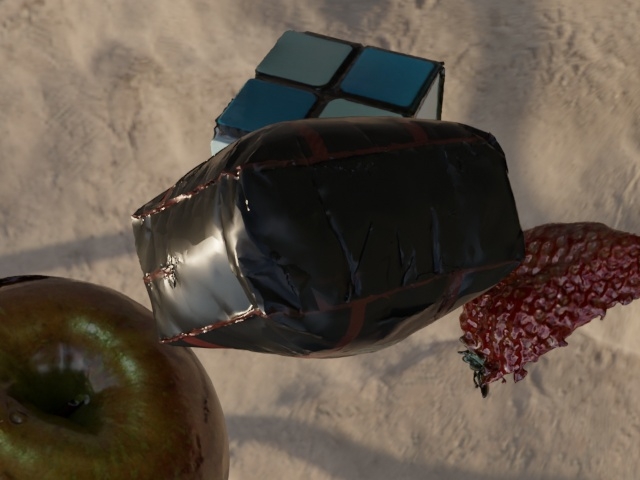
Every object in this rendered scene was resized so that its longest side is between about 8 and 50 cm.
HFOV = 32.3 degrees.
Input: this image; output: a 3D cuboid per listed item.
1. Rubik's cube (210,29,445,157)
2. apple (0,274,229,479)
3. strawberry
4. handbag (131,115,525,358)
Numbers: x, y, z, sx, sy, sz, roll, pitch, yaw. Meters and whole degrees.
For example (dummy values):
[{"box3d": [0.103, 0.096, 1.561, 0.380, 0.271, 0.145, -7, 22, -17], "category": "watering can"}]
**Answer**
[{"box3d": [0.011, -0.071, 1.057, 0.167, 0.183, 0.180, 15, 136, 16], "category": "Rubik's cube"}, {"box3d": [-0.278, 0.237, 1.126, 0.374, 0.374, 0.384, -42, 47, 24], "category": "apple"}, {"box3d": [0.218, 0.046, 1.111, 0.236, 0.175, 0.107, -41, 93, 15], "category": "strawberry"}, {"box3d": [0.000, 0.000, 0.731, 0.169, 0.215, 0.155, -11, 89, 56], "category": "handbag"}]
